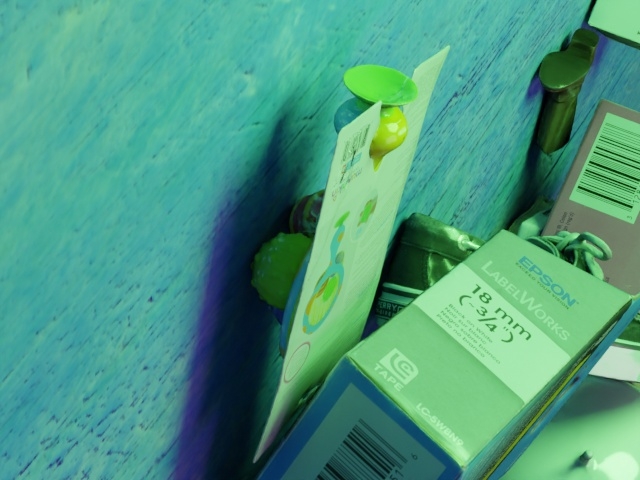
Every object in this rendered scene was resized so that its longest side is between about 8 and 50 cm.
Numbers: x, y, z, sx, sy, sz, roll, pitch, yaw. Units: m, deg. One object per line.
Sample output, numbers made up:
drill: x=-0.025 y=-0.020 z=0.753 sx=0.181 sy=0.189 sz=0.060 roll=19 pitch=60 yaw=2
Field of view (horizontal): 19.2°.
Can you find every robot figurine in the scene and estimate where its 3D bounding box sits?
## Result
robot figurine: x=0.220 y=0.253 z=1.616 sx=0.200 sy=0.300 sz=0.353 roll=-19 pitch=133 yaw=-11

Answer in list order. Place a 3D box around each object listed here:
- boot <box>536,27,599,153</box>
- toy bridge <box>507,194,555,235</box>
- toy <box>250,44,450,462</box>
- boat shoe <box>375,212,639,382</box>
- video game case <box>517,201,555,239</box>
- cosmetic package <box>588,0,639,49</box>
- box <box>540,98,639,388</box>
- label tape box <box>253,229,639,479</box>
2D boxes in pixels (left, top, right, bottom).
boot: x=0.201 y=-0.113 z=1.619 sx=0.106 sy=0.037 sz=0.114 roll=-43 pitch=156 yaw=-48
toy bridge: x=0.170 y=0.021 z=1.706 sx=0.188 sy=0.026 sz=0.063 roll=-53 pitch=158 yaw=-39
toy: x=0.000 y=0.000 z=1.106 sx=0.137 sy=0.056 sz=0.237 roll=-42 pitch=156 yaw=-51
boat shoe: x=0.175 y=0.041 z=1.446 sx=0.306 sy=0.113 sz=0.105 roll=14 pitch=90 yaw=-31
video game case: x=0.188 y=0.055 z=1.719 sx=0.173 sy=0.022 sz=0.190 roll=-27 pitch=136 yaw=-63
cosmetic package: x=0.312 y=-0.288 z=1.672 sx=0.239 sy=0.060 sz=0.099 roll=-69 pitch=165 yaw=5
box: x=0.274 y=0.018 z=1.695 sx=0.213 sy=0.117 sz=0.243 roll=-66 pitch=161 yaw=-5
label tape box: x=0.076 y=0.123 z=1.276 sx=0.334 sy=0.106 sz=0.240 roll=-34 pitch=162 yaw=-53
